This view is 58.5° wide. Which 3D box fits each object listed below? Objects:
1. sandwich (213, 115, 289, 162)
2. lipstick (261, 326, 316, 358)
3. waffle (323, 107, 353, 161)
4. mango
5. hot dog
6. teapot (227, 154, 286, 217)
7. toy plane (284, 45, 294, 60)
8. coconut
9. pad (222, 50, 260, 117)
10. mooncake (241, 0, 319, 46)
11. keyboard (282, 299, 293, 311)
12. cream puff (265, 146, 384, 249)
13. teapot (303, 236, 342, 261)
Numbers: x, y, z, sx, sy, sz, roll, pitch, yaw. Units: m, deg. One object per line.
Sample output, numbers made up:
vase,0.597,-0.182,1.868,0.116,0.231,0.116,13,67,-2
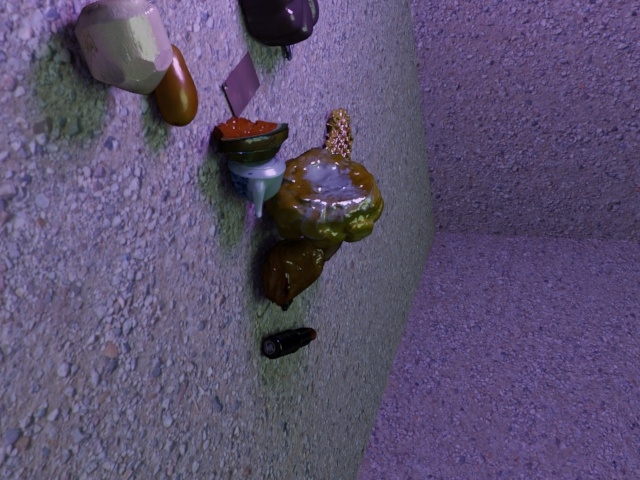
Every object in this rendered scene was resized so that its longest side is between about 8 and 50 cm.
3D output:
sandwich,-0.194,-0.262,1.505,0.235,0.159,0.079,-47,152,-55
lipstick,-0.095,0.334,1.903,0.299,0.081,0.081,1,92,-67
waffle,0.068,-0.384,2.234,0.291,0.051,0.292,4,90,-67
mango,-0.324,-0.346,1.270,0.102,0.084,0.184,-22,108,-66
hot dog,-0.088,0.093,1.792,0.272,0.122,0.196,-38,130,-59
teapot,-0.178,-0.166,1.576,0.232,0.158,0.159,-102,177,-53
toy plane,-0.102,-0.615,1.825,0.078,0.031,0.084,-5,97,-67
coconut,-0.366,-0.359,1.073,0.171,0.170,0.183,-54,138,-52
pad,-0.220,-0.438,1.604,0.113,0.006,0.188,70,30,-41
mooncake,-0.111,-0.720,1.643,0.306,0.154,0.306,2,90,-65
keyboard,-0.130,0.133,1.869,0.072,0.023,0.231,-61,146,-42
cream puff,0.006,-0.101,1.760,0.378,0.378,0.276,-59,165,-48
teapot,0.000,0.000,2.050,0.178,0.135,0.252,-40,160,-15
